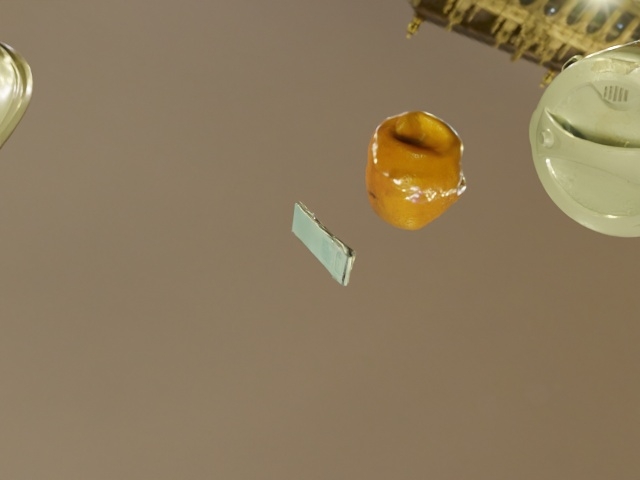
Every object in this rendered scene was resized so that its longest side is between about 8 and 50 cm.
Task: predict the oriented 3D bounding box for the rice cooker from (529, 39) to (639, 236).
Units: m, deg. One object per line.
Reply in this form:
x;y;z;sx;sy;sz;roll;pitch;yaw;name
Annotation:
0.486;-0.157;0.890;0.277;0.288;0.288;-23;-118;-31;rice cooker

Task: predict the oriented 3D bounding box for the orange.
0.201;-0.133;1.216;0.183;0.248;0.249;8;-148;21;orange

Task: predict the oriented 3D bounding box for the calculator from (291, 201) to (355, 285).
0.000;0.000;0.872;0.018;0.057;0.172;-3;-153;-29;calculator

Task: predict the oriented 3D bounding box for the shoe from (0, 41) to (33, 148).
-0.380;-0.077;0.552;0.103;0.274;0.098;32;179;-4;shoe
